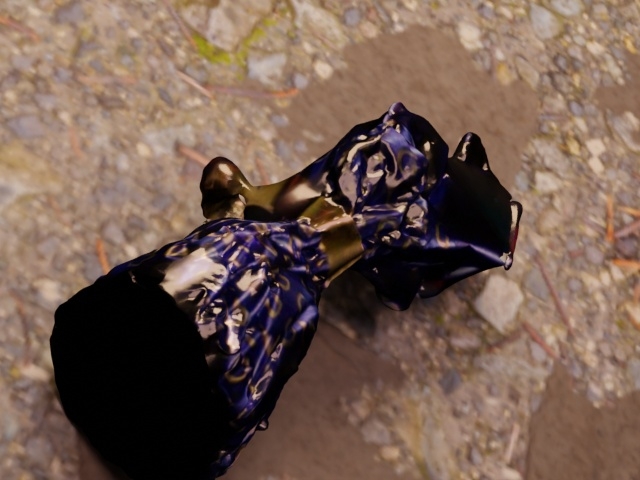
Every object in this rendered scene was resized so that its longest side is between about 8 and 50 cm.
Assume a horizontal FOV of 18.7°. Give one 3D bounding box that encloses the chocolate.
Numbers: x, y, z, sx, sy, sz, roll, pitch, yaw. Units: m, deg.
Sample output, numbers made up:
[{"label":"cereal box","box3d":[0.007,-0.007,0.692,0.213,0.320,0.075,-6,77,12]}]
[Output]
[{"label":"chocolate","box3d":[0.001,0.000,1.063,0.148,0.126,0.343,43,45,12]}]
